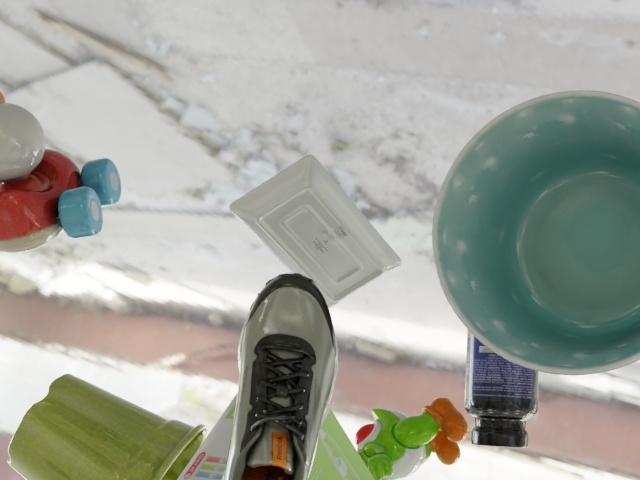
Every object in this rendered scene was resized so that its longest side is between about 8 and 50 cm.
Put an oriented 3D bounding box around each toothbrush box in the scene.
[{"bbox_3d":[-0.041,0.353,1.580,0.122,0.206,0.283,-1,131,38],"label":"toothbrush box"}]

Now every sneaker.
[{"bbox_3d":[-0.036,0.163,1.100,0.100,0.272,0.108,10,167,-5],"label":"sneaker"}]

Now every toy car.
[{"bbox_3d":[-0.435,-0.121,1.679,0.219,0.210,0.238,-9,115,11],"label":"toy car"}]

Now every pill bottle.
[{"bbox_3d":[0.302,0.232,1.951,0.122,0.219,0.123,4,172,1],"label":"pill bottle"}]

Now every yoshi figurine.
[{"bbox_3d":[0.122,0.454,2.264,0.203,0.362,0.204,3,113,70],"label":"yoshi figurine"}]

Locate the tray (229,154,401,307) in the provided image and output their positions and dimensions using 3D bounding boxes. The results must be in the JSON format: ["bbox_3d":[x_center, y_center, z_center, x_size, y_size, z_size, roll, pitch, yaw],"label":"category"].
[{"bbox_3d":[0.000,0.000,1.708,0.145,0.030,0.270,-32,130,12],"label":"tray"}]

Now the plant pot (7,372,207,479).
[{"bbox_3d":[-0.368,0.360,1.951,0.254,0.276,0.276,32,158,7],"label":"plant pot"}]

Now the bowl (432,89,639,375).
[{"bbox_3d":[0.298,-0.001,1.326,0.311,0.312,0.163,10,177,25],"label":"bowl"}]
